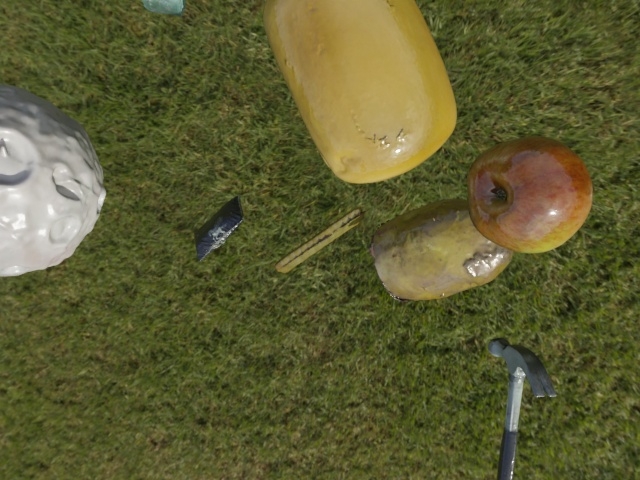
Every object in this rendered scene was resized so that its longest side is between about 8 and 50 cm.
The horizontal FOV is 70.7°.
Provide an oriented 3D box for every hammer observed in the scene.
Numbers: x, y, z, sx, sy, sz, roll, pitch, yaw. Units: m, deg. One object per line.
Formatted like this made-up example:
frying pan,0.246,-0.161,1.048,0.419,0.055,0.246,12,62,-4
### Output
hammer,0.242,0.257,0.570,0.028,0.103,0.247,3,94,-12

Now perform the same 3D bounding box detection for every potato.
potato,0.283,0.015,0.991,0.265,0.229,0.230,-20,99,49

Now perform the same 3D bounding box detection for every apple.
apple,0.219,-0.047,0.481,0.126,0.101,0.126,19,114,53

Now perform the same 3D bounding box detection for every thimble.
thimble,-0.547,-0.916,1.578,0.143,0.199,0.235,5,144,-14

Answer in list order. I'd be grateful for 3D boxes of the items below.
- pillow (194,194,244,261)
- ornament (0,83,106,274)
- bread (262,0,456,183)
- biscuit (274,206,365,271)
pillow,-0.315,-0.040,1.393,0.208,0.141,0.055,-40,129,17
ornament,-0.553,-0.104,0.779,0.336,0.337,0.338,4,105,14
bread,0.040,-0.165,0.425,0.147,0.098,0.218,-31,99,-3
biscuit,0.000,0.000,1.125,0.254,0.172,0.029,-34,84,-2
